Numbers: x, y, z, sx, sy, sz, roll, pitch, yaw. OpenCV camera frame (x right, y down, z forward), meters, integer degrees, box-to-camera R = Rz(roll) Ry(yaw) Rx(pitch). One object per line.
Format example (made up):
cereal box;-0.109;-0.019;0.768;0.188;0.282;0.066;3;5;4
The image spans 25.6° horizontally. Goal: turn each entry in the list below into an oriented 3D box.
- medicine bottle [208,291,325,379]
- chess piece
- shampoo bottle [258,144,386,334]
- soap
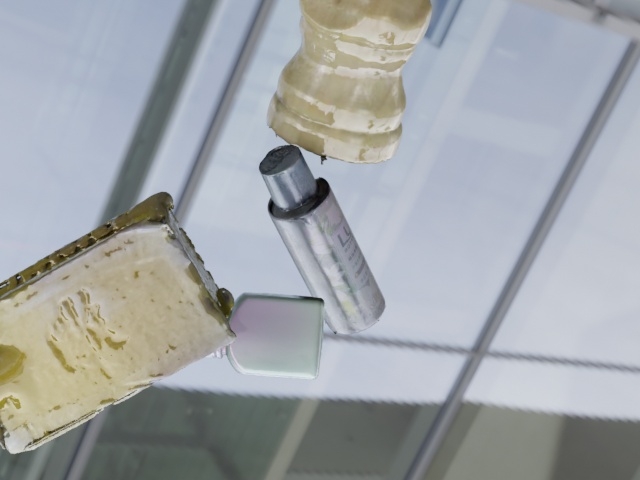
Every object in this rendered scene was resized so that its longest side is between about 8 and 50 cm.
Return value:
medicine bottle;-0.057;0.085;1.290;0.118;0.074;0.055;4;-177;2
chess piece;0.042;-0.230;1.333;0.137;0.301;0.137;11;-154;-5
shampoo bottle;0.000;0.000;1.375;0.072;0.072;0.214;53;172;52
soap;-0.201;0.074;1.223;0.135;0.233;0.076;60;-176;-17
